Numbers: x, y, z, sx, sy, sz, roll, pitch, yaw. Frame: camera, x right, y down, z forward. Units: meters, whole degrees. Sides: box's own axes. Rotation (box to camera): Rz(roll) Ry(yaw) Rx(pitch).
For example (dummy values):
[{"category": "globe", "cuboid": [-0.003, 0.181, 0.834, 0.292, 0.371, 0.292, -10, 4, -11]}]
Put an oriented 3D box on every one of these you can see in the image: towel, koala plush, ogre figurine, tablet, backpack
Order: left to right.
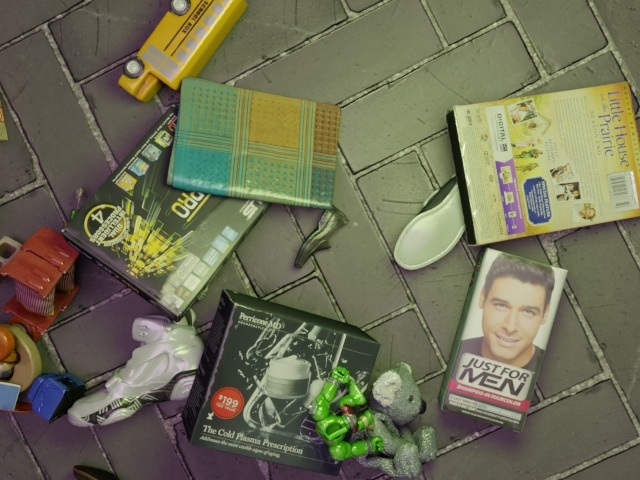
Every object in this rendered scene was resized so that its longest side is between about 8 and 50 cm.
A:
[{"category": "tablet", "cuboid": [-0.734, 0.363, 1.832, 0.054, 0.006, 0.083, 15, 121, -19]}, {"category": "backpack", "cuboid": [-0.617, 0.356, 1.852, 0.101, 0.120, 0.098, 36, 96, 13]}, {"category": "towel", "cuboid": [-0.145, -0.215, 1.774, 0.370, 0.040, 0.271, 9, 71, -9]}, {"category": "ogre figurine", "cuboid": [0.046, 0.372, 1.633, 0.118, 0.097, 0.197, -29, 117, -24]}, {"category": "koala plush", "cuboid": [0.157, 0.387, 1.761, 0.203, 0.196, 0.221, 9, 95, 22]}]

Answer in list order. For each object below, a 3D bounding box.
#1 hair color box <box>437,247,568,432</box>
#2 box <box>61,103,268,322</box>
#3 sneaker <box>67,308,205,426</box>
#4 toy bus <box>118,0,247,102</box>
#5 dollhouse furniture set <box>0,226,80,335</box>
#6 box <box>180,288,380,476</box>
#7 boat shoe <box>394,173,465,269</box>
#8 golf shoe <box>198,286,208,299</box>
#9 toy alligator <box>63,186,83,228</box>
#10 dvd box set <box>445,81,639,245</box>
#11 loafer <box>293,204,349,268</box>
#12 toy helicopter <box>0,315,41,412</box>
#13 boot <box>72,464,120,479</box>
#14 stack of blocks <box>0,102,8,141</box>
[{"category": "hair color box", "cuboid": [0.406, 0.218, 1.773, 0.185, 0.113, 0.374, 15, 91, 4]}, {"category": "box", "cuboid": [-0.324, -0.064, 1.762, 0.318, 0.097, 0.395, 37, 70, 0]}, {"category": "sneaker", "cuboid": [-0.429, 0.291, 1.832, 0.366, 0.137, 0.210, -18, 89, -1]}, {"category": "toy bus", "cuboid": [-0.321, -0.458, 1.825, 0.130, 0.108, 0.332, 37, 93, 2]}, {"category": "dollhouse furniture set", "cuboid": [-0.739, 0.030, 1.792, 0.374, 0.201, 0.152, 29, 54, 3]}, {"category": "box", "cuboid": [-0.091, 0.309, 1.729, 0.343, 0.179, 0.312, 17, 91, -17]}, {"category": "boat shoe", "cuboid": [0.283, -0.054, 1.790, 0.302, 0.091, 0.114, -42, 97, 2]}, {"category": "golf shoe", "cuboid": [-0.346, 0.080, 1.861, 0.176, 0.069, 0.086, 18, 82, -4]}, {"category": "toy alligator", "cuboid": [-0.580, -0.031, 1.880, 0.051, 0.056, 0.189, 17, 92, -37]}, {"category": "dvd box set", "cuboid": [0.503, -0.171, 1.732, 0.420, 0.062, 0.307, -11, 90, -11]}, {"category": "loafer", "cuboid": [0.000, 0.000, 1.829, 0.061, 0.062, 0.170, 35, 94, -2]}, {"category": "toy helicopter", "cuboid": [-0.827, 0.311, 1.883, 0.355, 0.140, 0.235, -6, 99, 15]}, {"category": "boot", "cuboid": [-0.504, 0.619, 1.865, 0.219, 0.082, 0.106, 25, 90, 2]}, {"category": "stack of blocks", "cuboid": [-0.914, -0.255, 1.882, 0.297, 0.087, 0.171, -12, 90, 4]}]
